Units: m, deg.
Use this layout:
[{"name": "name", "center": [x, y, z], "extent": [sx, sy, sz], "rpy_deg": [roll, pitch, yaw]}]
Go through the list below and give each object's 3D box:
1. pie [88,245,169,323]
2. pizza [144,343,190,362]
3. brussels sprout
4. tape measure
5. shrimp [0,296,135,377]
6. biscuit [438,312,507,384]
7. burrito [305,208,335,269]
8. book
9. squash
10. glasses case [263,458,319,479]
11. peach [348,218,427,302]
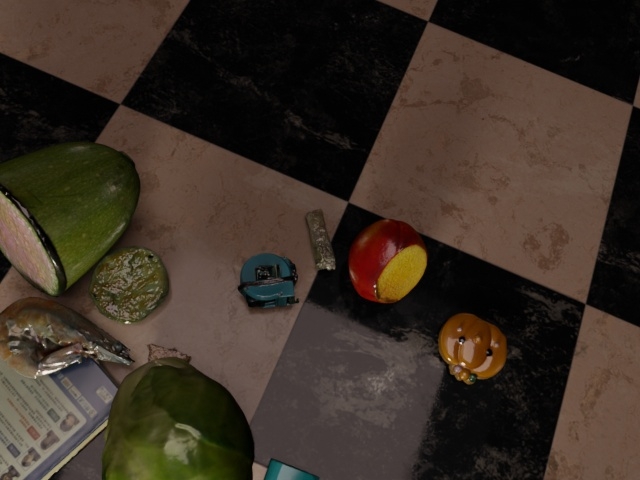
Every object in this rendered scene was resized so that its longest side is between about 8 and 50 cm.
[{"name": "pie", "center": [-0.448, 0.104, 1.292], "extent": [0.186, 0.041, 0.187], "rpy_deg": [2, 70, -6]}, {"name": "pizza", "center": [-0.344, 0.279, 1.250], "extent": [0.099, 0.029, 0.100], "rpy_deg": [-5, 73, -17]}, {"name": "brussels sprout", "center": [-0.278, 0.401, 1.079], "extent": [0.281, 0.289, 0.355], "rpy_deg": [-32, 53, -5]}, {"name": "tape measure", "center": [-0.126, 0.095, 1.312], "extent": [0.145, 0.081, 0.125], "rpy_deg": [-6, 60, -9]}, {"name": "shrimp", "center": [-0.561, 0.228, 1.187], "extent": [0.316, 0.062, 0.164], "rpy_deg": [21, 72, 5]}, {"name": "biscuit", "center": [0.364, 0.260, 1.320], "extent": [0.170, 0.050, 0.171], "rpy_deg": [2, 70, -5]}, {"name": "burrito", "center": [0.000, -0.001, 1.380], "extent": [0.051, 0.042, 0.171], "rpy_deg": [-13, 70, 0]}, {"name": "book", "center": [-0.665, 0.386, 1.165], "extent": [0.428, 0.039, 0.300], "rpy_deg": [-42, 79, -18]}, {"name": "squash", "center": [-0.560, -0.080, 1.256], "extent": [0.310, 0.310, 0.309], "rpy_deg": [42, 50, 9]}, {"name": "glasses case", "center": [-0.103, 0.619, 1.130], "extent": [0.117, 0.070, 0.301], "rpy_deg": [20, 68, 1]}, {"name": "peach", "center": [0.161, 0.052, 1.303], "extent": [0.190, 0.190, 0.193], "rpy_deg": [0, 54, -6]}]
